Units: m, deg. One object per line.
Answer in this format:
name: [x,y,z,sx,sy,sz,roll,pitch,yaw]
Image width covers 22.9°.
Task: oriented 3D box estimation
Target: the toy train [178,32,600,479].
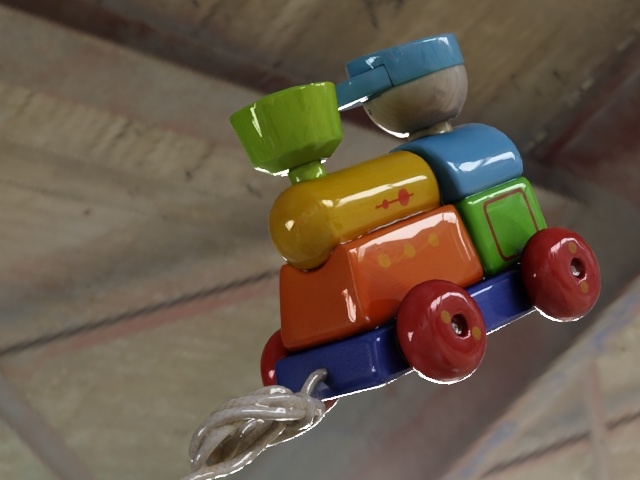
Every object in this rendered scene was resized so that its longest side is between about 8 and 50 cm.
toy train: [0.000,0.000,0.655,0.105,0.143,0.248,-21,0,45]
